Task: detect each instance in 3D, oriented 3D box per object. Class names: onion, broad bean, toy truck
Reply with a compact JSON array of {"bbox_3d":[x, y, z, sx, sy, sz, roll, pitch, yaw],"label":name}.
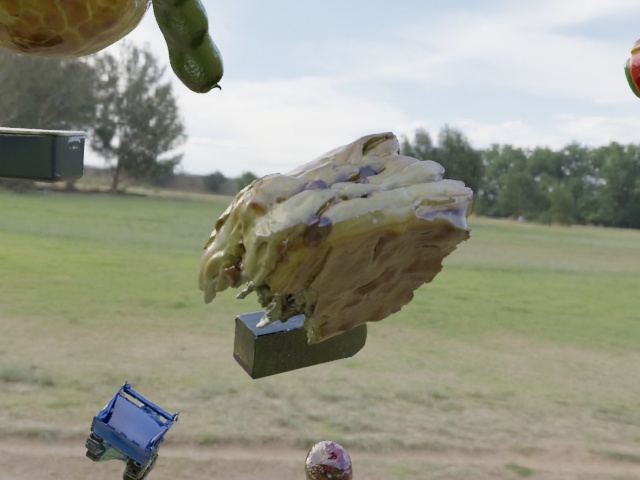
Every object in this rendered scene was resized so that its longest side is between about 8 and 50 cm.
[{"bbox_3d":[0.018,0.434,1.468,0.107,0.107,0.097,6,2,44],"label":"onion"},{"bbox_3d":[-0.134,-0.215,0.714,0.052,0.053,0.256,17,-18,13],"label":"broad bean"},{"bbox_3d":[-0.314,0.323,1.298,0.113,0.126,0.208,32,-31,2],"label":"toy truck"}]

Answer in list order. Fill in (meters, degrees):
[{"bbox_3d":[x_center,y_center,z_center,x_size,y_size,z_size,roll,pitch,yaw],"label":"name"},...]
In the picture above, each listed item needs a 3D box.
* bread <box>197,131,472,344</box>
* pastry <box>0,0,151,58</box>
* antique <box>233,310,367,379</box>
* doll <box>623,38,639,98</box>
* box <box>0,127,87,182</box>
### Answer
[{"bbox_3d":[0.000,0.000,1.041,0.369,0.192,0.314,-11,-29,-36],"label":"bread"},{"bbox_3d":[-0.452,-0.476,1.323,0.388,0.313,0.388,-32,12,7],"label":"pastry"},{"bbox_3d":[-0.028,0.160,1.286,0.220,0.081,0.080,-7,23,-30],"label":"antique"},{"bbox_3d":[0.627,-0.309,1.128,0.182,0.160,0.363,-19,-10,-38],"label":"doll"},{"bbox_3d":[-0.532,-0.154,1.380,0.200,0.090,0.144,4,8,5],"label":"box"}]
